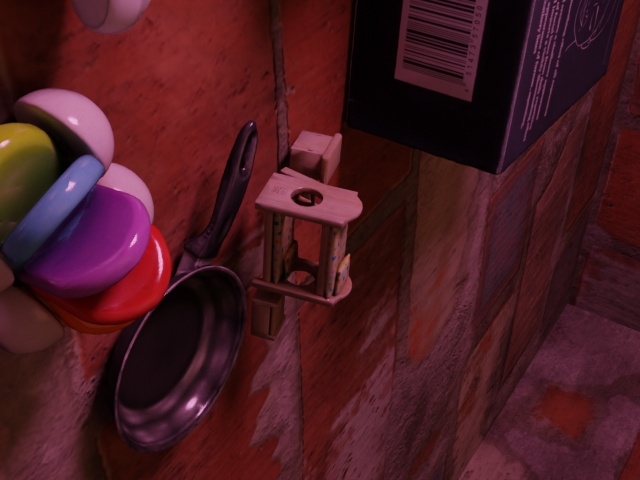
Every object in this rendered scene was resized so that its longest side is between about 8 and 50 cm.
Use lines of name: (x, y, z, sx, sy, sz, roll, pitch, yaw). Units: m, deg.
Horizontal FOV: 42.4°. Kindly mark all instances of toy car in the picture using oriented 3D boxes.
toy car: (-0.172, 0.000, 0.569, 0.159, 0.136, 0.182, -55, 152, -24)

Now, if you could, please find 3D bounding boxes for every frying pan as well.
frying pan: (-0.138, 0.059, 0.784, 0.197, 0.053, 0.326, -38, 140, -48)

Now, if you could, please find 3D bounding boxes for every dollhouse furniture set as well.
dollhouse furniture set: (0.000, 0.000, 0.907, 0.161, 0.101, 0.182, -63, 163, -50)

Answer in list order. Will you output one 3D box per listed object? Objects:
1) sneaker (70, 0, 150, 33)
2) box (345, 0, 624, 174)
sneaker: (-0.170, -0.221, 0.474, 0.115, 0.090, 0.232, -39, 134, -34)
box: (0.227, -0.307, 1.008, 0.395, 0.212, 0.293, -37, 141, -45)
